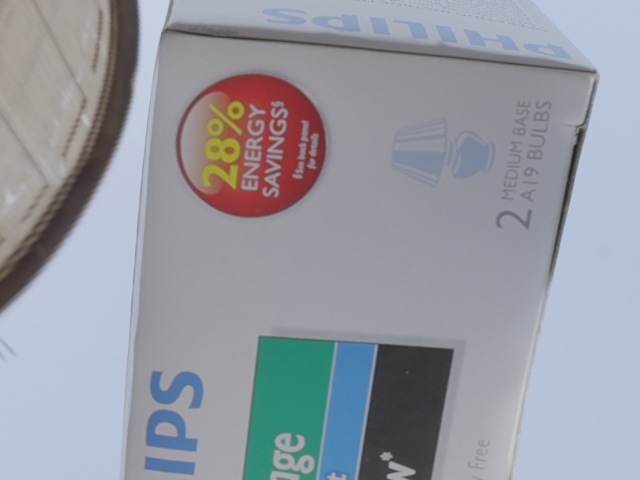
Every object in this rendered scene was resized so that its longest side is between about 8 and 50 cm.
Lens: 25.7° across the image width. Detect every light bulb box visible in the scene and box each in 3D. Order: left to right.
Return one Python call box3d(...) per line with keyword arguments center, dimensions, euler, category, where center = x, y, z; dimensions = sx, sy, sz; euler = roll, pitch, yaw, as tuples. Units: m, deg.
box3d(center=(0.000, 0.000, 0.895), dimensions=(0.225, 0.361, 0.358), euler=(5, -68, -6), category="light bulb box")
